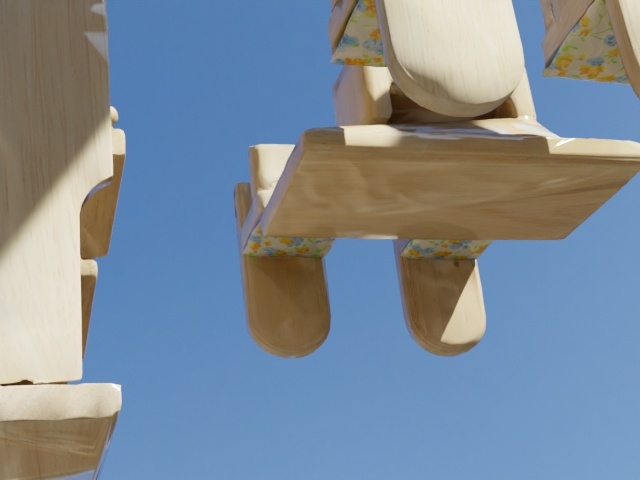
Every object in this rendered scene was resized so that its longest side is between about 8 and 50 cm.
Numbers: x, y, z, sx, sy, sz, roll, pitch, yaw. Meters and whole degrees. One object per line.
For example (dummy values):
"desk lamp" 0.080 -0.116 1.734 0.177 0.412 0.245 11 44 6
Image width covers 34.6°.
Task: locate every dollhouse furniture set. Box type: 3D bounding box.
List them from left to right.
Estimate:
"dollhouse furniture set" 0.000 0.000 0.619 0.394 0.256 0.362 1 -25 -16
